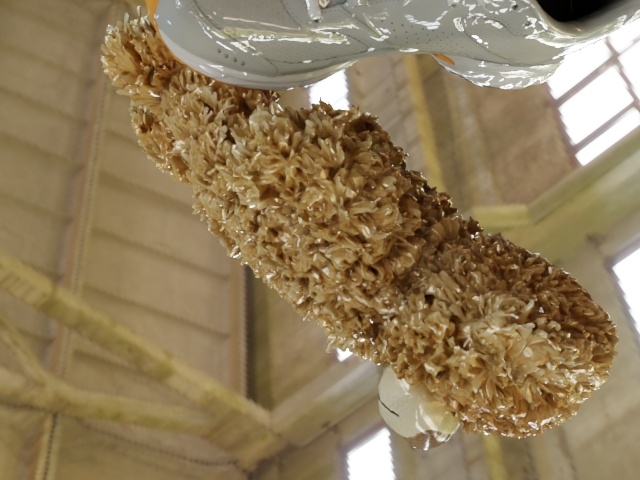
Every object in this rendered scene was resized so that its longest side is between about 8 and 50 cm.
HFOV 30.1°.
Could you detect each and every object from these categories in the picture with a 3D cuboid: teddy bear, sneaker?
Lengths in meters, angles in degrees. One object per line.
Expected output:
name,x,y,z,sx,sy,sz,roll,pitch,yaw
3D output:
teddy bear,0.000,0.000,0.671,0.338,0.245,0.113,44,-110,1
sneaker,0.046,-0.132,0.580,0.262,0.121,0.099,-5,-95,-28
